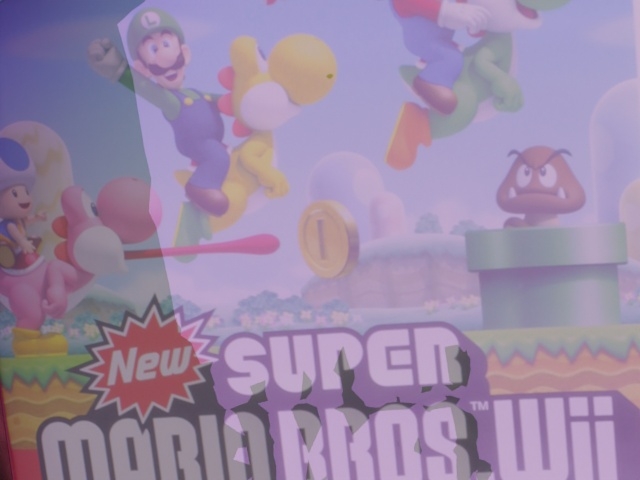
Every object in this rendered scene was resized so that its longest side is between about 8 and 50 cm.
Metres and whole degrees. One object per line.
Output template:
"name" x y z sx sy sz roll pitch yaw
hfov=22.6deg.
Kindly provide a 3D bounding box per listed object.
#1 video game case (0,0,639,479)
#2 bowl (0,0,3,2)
"video game case" 0.000 0.000 0.463 0.204 0.025 0.285 -3 102 11
"bowl" -0.195 -0.201 0.310 0.391 0.077 0.391 -4 99 -22
